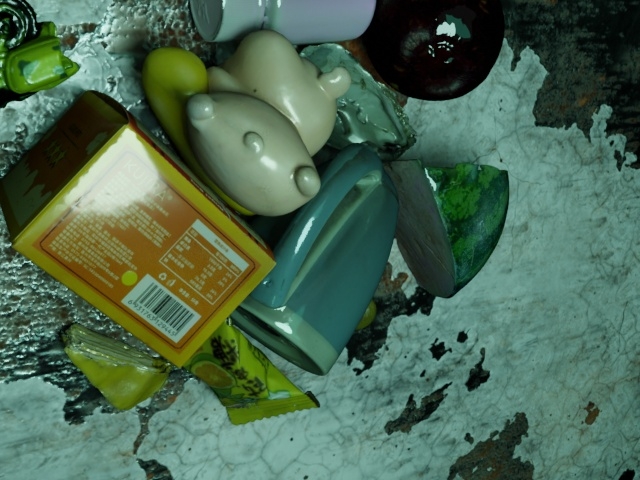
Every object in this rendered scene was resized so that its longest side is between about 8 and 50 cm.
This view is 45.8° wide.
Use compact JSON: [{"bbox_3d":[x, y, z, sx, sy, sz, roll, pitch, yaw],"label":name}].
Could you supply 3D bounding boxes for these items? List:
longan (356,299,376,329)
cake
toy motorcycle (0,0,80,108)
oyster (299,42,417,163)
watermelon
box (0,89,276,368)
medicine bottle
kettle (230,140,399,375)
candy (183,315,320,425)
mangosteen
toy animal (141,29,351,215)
[{"bbox_3d":[0.068,0.127,1.392,0.075,0.083,0.075,8,60,-15],"label":"longan"},{"bbox_3d":[-0.306,0.190,1.177,0.116,0.079,0.184,-26,115,-6],"label":"cake"},{"bbox_3d":[-0.460,-0.155,0.941,0.342,0.142,0.206,-42,138,-17],"label":"toy motorcycle"},{"bbox_3d":[0.062,-0.227,1.279,0.252,0.087,0.199,0,114,-24],"label":"oyster"},{"bbox_3d":[0.248,-0.062,1.338,0.222,0.292,0.319,-33,110,-15],"label":"watermelon"},{"bbox_3d":[-0.254,-0.026,1.035,0.214,0.259,0.283,-46,123,-4],"label":"box"},{"bbox_3d":[-0.056,-0.368,1.130,0.255,0.152,0.151,-10,109,-28],"label":"medicine bottle"},{"bbox_3d":[0.000,0.000,1.191,0.247,0.319,0.342,33,75,9],"label":"kettle"},{"bbox_3d":[-0.149,0.202,1.240,0.297,0.187,0.081,55,34,-32],"label":"candy"},{"bbox_3d":[0.188,-0.355,1.244,0.228,0.228,0.265,51,32,-31],"label":"mangosteen"},{"bbox_3d":[-0.090,-0.194,1.064,0.247,0.345,0.277,-39,103,-9],"label":"toy animal"}]
